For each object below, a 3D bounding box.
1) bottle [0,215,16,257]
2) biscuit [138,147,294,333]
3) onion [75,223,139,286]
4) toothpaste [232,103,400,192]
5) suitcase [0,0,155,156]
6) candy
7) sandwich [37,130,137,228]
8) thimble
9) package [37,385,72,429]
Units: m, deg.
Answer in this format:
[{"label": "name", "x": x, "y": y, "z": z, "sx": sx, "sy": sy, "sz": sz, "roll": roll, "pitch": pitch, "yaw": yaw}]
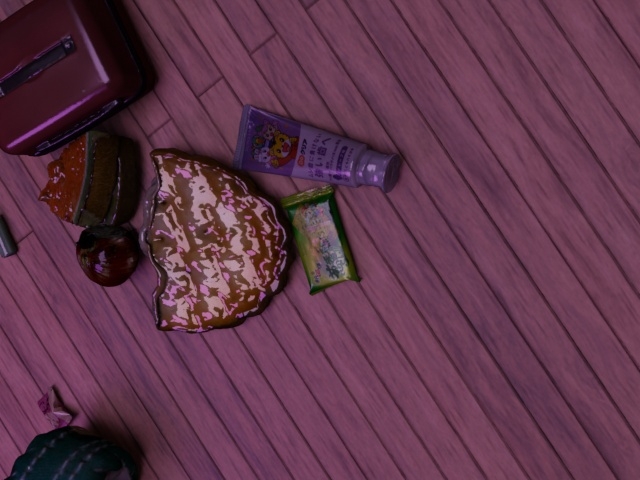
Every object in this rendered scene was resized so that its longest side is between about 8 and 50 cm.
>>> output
[{"label": "bottle", "x": -0.618, "y": -0.009, "z": 1.743, "sx": 0.030, "sy": 0.030, "sz": 0.083, "roll": -23, "pitch": 90, "yaw": 21}, {"label": "biscuit", "x": -0.216, "y": 0.017, "z": 1.588, "sx": 0.329, "sy": 0.078, "sz": 0.335, "roll": 38, "pitch": 109, "yaw": 7}, {"label": "onion", "x": -0.384, "y": 0.029, "z": 1.632, "sx": 0.117, "sy": 0.118, "sz": 0.119, "roll": 21, "pitch": 108, "yaw": 50}, {"label": "toothpaste", "x": -0.015, "y": -0.145, "z": 1.499, "sx": 0.299, "sy": 0.073, "sz": 0.114, "roll": 16, "pitch": 103, "yaw": 24}, {"label": "suitcase", "x": -0.460, "y": -0.296, "z": 1.574, "sx": 0.297, "sy": 0.161, "sz": 0.236, "roll": -26, "pitch": 91, "yaw": 20}, {"label": "candy", "x": -0.001, "y": 0.000, "z": 1.530, "sx": 0.102, "sy": 0.032, "sz": 0.178, "roll": -16, "pitch": 93, "yaw": 21}, {"label": "sandwich", "x": -0.415, "y": -0.120, "z": 1.625, "sx": 0.160, "sy": 0.109, "sz": 0.185, "roll": 24, "pitch": 109, "yaw": 35}, {"label": "thimble", "x": -0.466, "y": 0.491, "z": 1.651, "sx": 0.167, "sy": 0.254, "sz": 0.288, "roll": 20, "pitch": 105, "yaw": 16}, {"label": "package", "x": -0.523, "y": 0.333, "z": 1.766, "sx": 0.059, "sy": 0.029, "sz": 0.083, "roll": -48, "pitch": 71, "yaw": 27}]
